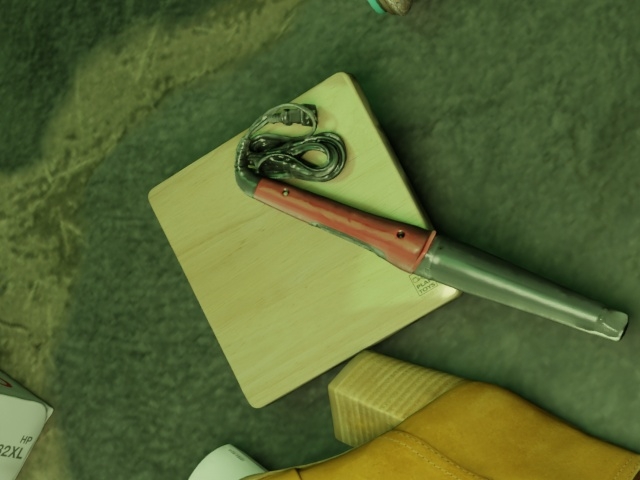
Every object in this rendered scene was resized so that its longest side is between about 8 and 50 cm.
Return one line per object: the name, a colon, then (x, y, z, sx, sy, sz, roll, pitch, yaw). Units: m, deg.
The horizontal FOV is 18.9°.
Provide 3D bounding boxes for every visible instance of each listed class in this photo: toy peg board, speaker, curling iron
toy peg board: (0.000, 0.000, 1.252, 0.161, 0.079, 0.161, -31, 80, 20)
speaker: (-0.023, 0.188, 1.219, 0.136, 0.055, 0.055, 34, 96, 31)
curling iron: (0.062, -0.007, 1.164, 0.274, 0.035, 0.068, 29, 102, 19)

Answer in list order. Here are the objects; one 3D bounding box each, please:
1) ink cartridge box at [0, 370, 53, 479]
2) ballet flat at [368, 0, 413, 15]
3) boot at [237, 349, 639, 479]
ink cartridge box: (-0.379, 0.086, 1.349, 0.307, 0.223, 0.129, 30, 94, 32)
ballet flat: (0.039, -0.302, 1.280, 0.106, 0.107, 0.316, -22, 69, 16)
boot: (0.045, 0.196, 1.094, 0.211, 0.104, 0.295, 22, 58, 29)
